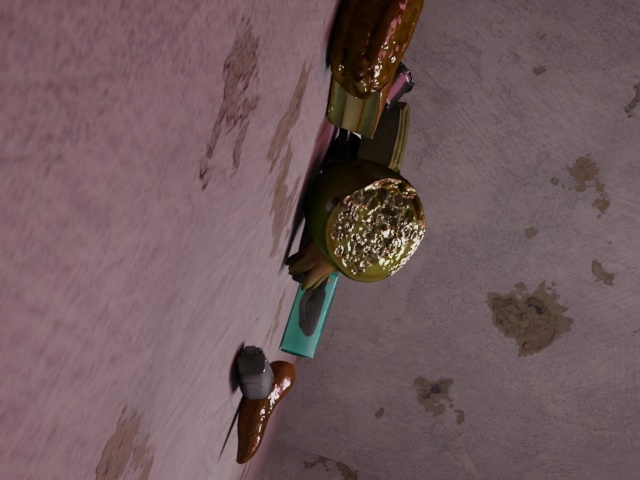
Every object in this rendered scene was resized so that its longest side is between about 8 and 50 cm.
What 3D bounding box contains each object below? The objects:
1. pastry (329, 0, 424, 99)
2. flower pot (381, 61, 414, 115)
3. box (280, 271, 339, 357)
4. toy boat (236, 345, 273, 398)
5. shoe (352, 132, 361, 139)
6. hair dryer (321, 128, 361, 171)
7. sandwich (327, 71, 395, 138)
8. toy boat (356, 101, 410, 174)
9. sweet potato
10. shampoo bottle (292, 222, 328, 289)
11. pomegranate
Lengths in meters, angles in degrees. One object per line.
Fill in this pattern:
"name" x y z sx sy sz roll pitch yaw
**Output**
"pastry" 0.090 -0.383 1.360 0.235 0.132 0.240 -63 170 6
"flower pot" 0.141 -0.383 1.852 0.106 0.157 0.157 -59 173 -16
"box" -0.026 0.220 2.508 0.205 0.118 0.311 -41 149 -79
"toy boat" -0.138 0.281 1.571 0.260 0.078 0.085 94 -8 -66
"shoe" 0.113 -0.307 2.110 0.251 0.100 0.103 107 4 -57
"hair dryer" 0.055 -0.266 1.846 0.195 0.078 0.248 -66 163 -51
"sandwich" 0.092 -0.330 1.560 0.187 0.117 0.144 98 14 -66
"toy boat" 0.157 -0.238 1.908 0.084 0.111 0.276 33 68 -61
"sweet potato" -0.152 0.414 1.857 0.291 0.097 0.097 -59 170 -35
"shampoo bottle" 0.001 0.000 1.977 0.071 0.098 0.309 -68 175 -46
"pomegranate" 0.062 -0.039 1.778 0.359 0.310 0.216 -37 -138 8
